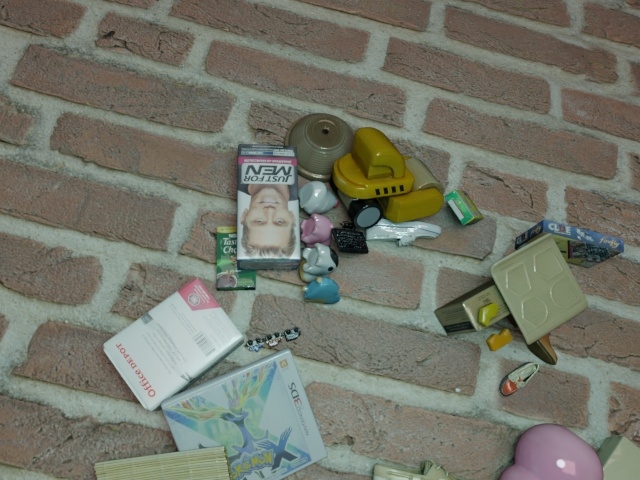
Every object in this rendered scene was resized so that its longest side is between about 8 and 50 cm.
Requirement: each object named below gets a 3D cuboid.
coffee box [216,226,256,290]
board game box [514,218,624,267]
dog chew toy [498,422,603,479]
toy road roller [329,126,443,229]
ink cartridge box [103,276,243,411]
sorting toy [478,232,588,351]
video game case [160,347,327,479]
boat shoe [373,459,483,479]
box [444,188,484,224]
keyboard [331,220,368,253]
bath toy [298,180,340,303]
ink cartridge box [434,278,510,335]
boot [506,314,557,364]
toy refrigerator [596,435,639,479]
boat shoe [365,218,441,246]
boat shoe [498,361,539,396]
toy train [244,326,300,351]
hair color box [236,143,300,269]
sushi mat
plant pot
[{"bbox_3d":[-0.240,0.049,1.391,0.113,0.040,0.184,0,70,-7],"label":"coffee box"},{"bbox_3d":[0.737,0.013,1.462,0.243,0.165,0.042,14,70,-3],"label":"board game box"},{"bbox_3d":[0.539,0.625,1.213,0.206,0.206,0.332,41,79,8],"label":"dog chew toy"},{"bbox_3d":[0.195,-0.193,1.393,0.329,0.241,0.203,-10,46,-18],"label":"toy road roller"},{"bbox_3d":[-0.369,0.265,1.258,0.283,0.117,0.207,-37,79,-17],"label":"ink cartridge box"},{"bbox_3d":[0.521,0.143,1.255,0.307,0.041,0.229,-26,90,-15],"label":"sorting toy"},{"bbox_3d":[-0.178,0.464,1.200,0.328,0.036,0.300,-21,97,-13],"label":"video game case"},{"bbox_3d":[0.282,0.607,1.230,0.302,0.109,0.098,1,72,-1],"label":"boat shoe"},{"bbox_3d":[0.440,-0.101,1.486,0.043,0.179,0.105,-37,75,27],"label":"box"},{"bbox_3d":[0.092,-0.014,1.387,0.038,0.192,0.100,-28,75,24],"label":"keyboard"},{"bbox_3d":[0.000,0.000,1.396,0.129,0.151,0.349,17,61,-37],"label":"bath toy"},{"bbox_3d":[0.463,0.171,1.356,0.234,0.193,0.088,-25,80,-14],"label":"ink cartridge box"},{"bbox_3d":[0.656,0.245,1.422,0.152,0.073,0.197,-31,80,-20],"label":"boot"},{"bbox_3d":[0.743,0.652,1.280,0.102,0.094,0.269,42,70,15],"label":"toy refrigerator"},{"bbox_3d":[0.244,-0.017,1.465,0.226,0.083,0.076,6,81,7],"label":"boat shoe"},{"bbox_3d":[0.557,0.388,1.373,0.137,0.043,0.049,-33,80,-15],"label":"boat shoe"},{"bbox_3d":[-0.130,0.272,1.336,0.158,0.027,0.036,-14,84,-12],"label":"toy train"},{"bbox_3d":[-0.148,-0.096,1.379,0.173,0.105,0.348,0,70,-9],"label":"hair color box"},{"bbox_3d":[-0.362,0.568,1.144,0.316,0.019,0.152,-8,96,2],"label":"sushi mat"},{"bbox_3d":[0.008,-0.307,1.512,0.237,0.110,0.238,2,72,-6],"label":"plant pot"}]
